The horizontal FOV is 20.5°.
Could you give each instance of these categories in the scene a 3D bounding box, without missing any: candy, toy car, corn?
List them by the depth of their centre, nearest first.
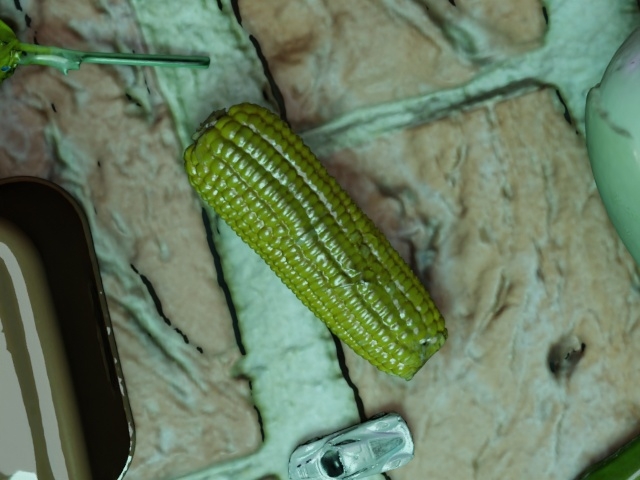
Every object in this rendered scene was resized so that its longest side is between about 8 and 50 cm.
[{"bbox_3d":[-0.172,-0.129,1.221,0.194,0.062,0.058,2,91,-12],"label":"candy"},{"bbox_3d":[0.000,0.000,1.221,0.080,0.080,0.231,-43,94,1],"label":"corn"},{"bbox_3d":[0.021,0.154,1.260,0.093,0.025,0.041,-22,94,-1],"label":"toy car"}]

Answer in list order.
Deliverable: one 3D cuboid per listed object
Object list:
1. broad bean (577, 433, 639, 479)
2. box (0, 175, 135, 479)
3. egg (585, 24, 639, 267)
[{"bbox_3d":[0.280,0.153,1.260,0.318,0.056,0.098,-40,101,6],"label":"broad bean"},{"bbox_3d":[-0.308,0.106,1.140,0.339,0.229,0.239,-12,95,-1],"label":"box"},{"bbox_3d":[0.334,-0.046,1.130,0.336,0.278,0.278,21,93,-12],"label":"egg"}]
